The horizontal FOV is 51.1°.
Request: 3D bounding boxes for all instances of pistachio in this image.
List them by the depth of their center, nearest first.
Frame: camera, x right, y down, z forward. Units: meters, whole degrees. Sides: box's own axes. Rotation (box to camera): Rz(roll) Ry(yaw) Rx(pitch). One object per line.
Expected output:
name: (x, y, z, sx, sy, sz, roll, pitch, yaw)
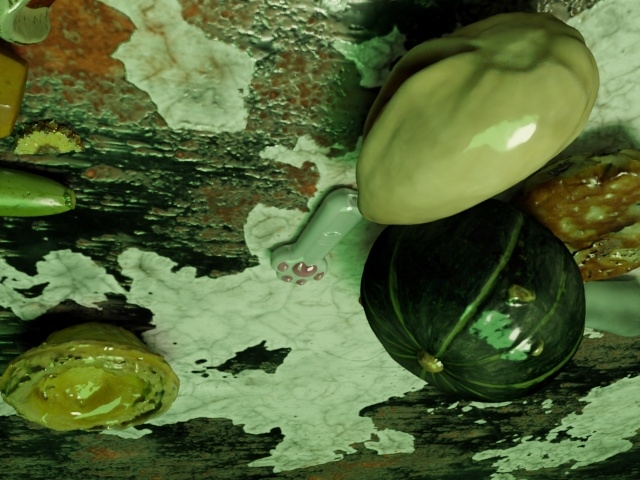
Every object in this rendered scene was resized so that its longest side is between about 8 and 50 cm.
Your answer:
pistachio: (0.159, -0.126, 0.764, 0.214, 0.193, 0.318, 27, 139, -22)

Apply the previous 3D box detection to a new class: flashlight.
flashlight: (0.000, 0.000, 0.986, 0.093, 0.047, 0.200, 16, 134, -28)

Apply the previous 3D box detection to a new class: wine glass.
wine glass: (0.542, 0.123, 1.208, 0.231, 0.103, 0.103, 7, 137, -16)

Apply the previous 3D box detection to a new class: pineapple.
pineapple: (-0.326, -0.122, 0.794, 0.083, 0.019, 0.045, -4, 145, -9)

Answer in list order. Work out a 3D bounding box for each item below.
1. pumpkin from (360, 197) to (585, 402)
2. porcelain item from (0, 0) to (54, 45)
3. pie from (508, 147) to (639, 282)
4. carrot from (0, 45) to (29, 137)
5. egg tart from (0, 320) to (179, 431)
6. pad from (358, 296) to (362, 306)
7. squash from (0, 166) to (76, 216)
pumpkin: (0.210, 0.086, 0.952, 0.323, 0.241, 0.323, 25, 156, 12)
porcelain item: (-0.294, -0.250, 0.489, 0.253, 0.253, 0.253, -6, 140, -5)
pie: (0.409, -0.027, 1.017, 0.308, 0.085, 0.308, -5, 144, -3)
carrot: (-0.446, -0.173, 0.639, 0.302, 0.114, 0.114, 10, 136, -21)
egg tart: (-0.373, 0.226, 1.113, 0.288, 0.118, 0.288, -7, 138, -6)
pad: (0.202, 0.122, 1.208, 0.181, 0.004, 0.267, -30, 137, 22)
squash: (-0.403, -0.059, 0.812, 0.201, 0.066, 0.066, 5, 137, -19)
